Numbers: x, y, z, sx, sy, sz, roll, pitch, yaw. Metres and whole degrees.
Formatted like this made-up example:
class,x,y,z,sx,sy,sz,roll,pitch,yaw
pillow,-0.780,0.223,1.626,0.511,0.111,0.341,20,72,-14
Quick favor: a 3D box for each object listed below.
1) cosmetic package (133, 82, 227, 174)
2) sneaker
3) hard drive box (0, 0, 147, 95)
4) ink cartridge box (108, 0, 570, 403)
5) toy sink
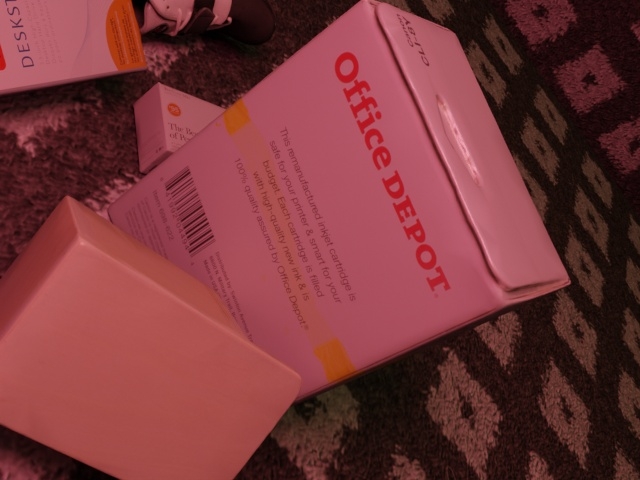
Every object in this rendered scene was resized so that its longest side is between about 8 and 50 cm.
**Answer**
class,x,y,z,sx,sy,sz,roll,pitch,yaw
cosmetic package,-0.118,-0.112,0.968,0.239,0.060,0.098,14,54,-46
sneaker,-0.197,-0.312,0.992,0.331,0.123,0.146,23,67,-42
hard drive box,-0.301,-0.238,0.758,0.232,0.089,0.181,-33,116,-54
ink cartridge box,0.000,0.000,0.746,0.160,0.385,0.279,-6,70,-53
toy sink,-0.159,0.097,0.649,0.234,0.152,0.131,36,2,-29
